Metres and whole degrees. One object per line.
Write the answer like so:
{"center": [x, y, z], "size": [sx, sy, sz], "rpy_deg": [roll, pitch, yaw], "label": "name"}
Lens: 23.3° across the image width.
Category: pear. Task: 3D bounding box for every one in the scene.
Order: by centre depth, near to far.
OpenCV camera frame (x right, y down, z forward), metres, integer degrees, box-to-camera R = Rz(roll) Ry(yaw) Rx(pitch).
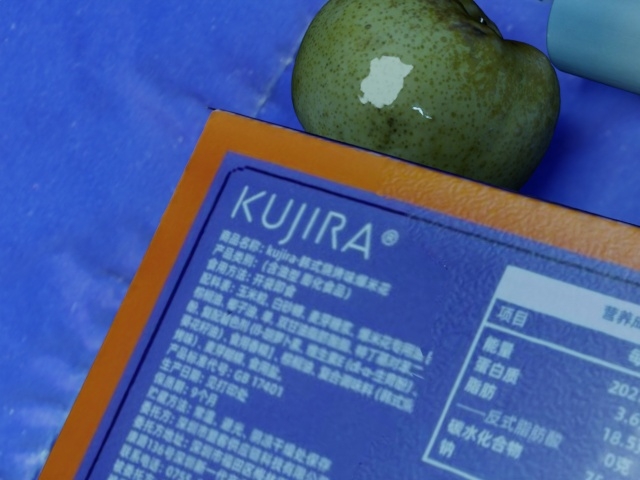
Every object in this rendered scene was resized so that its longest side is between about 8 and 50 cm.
{"center": [0.060, -0.089, 0.959], "size": [0.136, 0.167, 0.167], "rpy_deg": [-54, 55, 15], "label": "pear"}

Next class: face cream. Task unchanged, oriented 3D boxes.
{"center": [0.257, -0.102, 0.903], "size": [0.250, 0.077, 0.077], "rpy_deg": [22, 82, 32], "label": "face cream"}

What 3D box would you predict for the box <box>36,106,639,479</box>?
{"center": [0.105, 0.131, 0.746], "size": [0.349, 0.318, 0.256], "rpy_deg": [18, 80, 34], "label": "box"}
